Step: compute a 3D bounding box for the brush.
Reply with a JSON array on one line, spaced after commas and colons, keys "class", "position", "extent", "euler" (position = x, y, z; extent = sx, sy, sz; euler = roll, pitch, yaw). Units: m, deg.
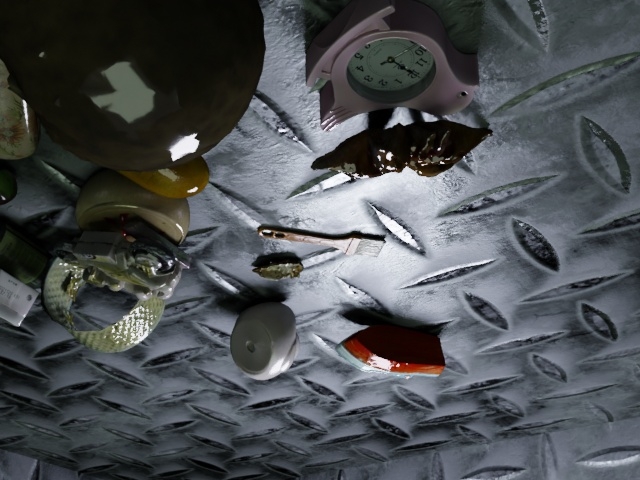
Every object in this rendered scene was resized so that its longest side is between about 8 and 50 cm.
[{"class": "brush", "position": [0.000, 0.000, 1.823], "extent": [0.314, 0.017, 0.090], "euler": [9, 147, -10]}]

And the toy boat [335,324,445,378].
[{"class": "toy boat", "position": [0.201, 0.338, 2.218], "extent": [0.332, 0.145, 0.133], "euler": [13, 139, -24]}]

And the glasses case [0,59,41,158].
[{"class": "glasses case", "position": [-0.585, -0.291, 1.309], "extent": [0.156, 0.098, 0.425], "euler": [10, 147, -9]}]

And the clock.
[{"class": "clock", "position": [0.108, -0.285, 1.314], "extent": [0.275, 0.080, 0.290], "euler": [26, 141, -33]}]

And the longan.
[{"class": "longan", "position": [-0.271, -0.286, 1.046], "extent": [0.391, 0.391, 0.391], "euler": [1, 147, 1]}]

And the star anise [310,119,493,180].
[{"class": "star anise", "position": [0.162, -0.167, 1.387], "extent": [0.292, 0.109, 0.349], "euler": [2, -169, 27]}]

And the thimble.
[{"class": "thimble", "position": [-0.521, 0.125, 1.809], "extent": [0.271, 0.271, 0.150], "euler": [-3, 149, 7]}]

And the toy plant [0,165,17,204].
[{"class": "toy plant", "position": [-0.742, -0.112, 1.605], "extent": [0.162, 0.093, 0.093], "euler": [-6, 147, 16]}]

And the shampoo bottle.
[{"class": "shampoo bottle", "position": [-0.731, 0.053, 1.849], "extent": [0.101, 0.101, 0.284], "euler": [-14, 145, 22]}]

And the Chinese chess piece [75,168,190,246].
[{"class": "Chinese chess piece", "position": [-0.416, -0.060, 1.664], "extent": [0.249, 0.103, 0.250], "euler": [1, 150, 1]}]

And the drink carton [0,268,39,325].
[{"class": "drink carton", "position": [-0.841, 0.106, 1.823], "extent": [0.315, 0.106, 0.130], "euler": [12, 159, 36]}]

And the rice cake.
[{"class": "rice cake", "position": [-0.357, 0.010, 1.648], "extent": [0.047, 0.036, 0.207], "euler": [-9, 151, 23]}]

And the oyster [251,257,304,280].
[{"class": "oyster", "position": [-0.110, 0.070, 1.923], "extent": [0.132, 0.029, 0.086], "euler": [8, 141, -4]}]

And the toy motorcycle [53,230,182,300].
[{"class": "toy motorcycle", "position": [-0.420, 0.059, 1.632], "extent": [0.340, 0.108, 0.223], "euler": [1, 149, 31]}]

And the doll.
[{"class": "doll", "position": [-0.136, 0.286, 2.145], "extent": [0.221, 0.221, 0.251], "euler": [13, 118, -17]}]

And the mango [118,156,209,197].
[{"class": "mango", "position": [-0.337, -0.157, 1.520], "extent": [0.227, 0.099, 0.136], "euler": [18, 146, -9]}]
